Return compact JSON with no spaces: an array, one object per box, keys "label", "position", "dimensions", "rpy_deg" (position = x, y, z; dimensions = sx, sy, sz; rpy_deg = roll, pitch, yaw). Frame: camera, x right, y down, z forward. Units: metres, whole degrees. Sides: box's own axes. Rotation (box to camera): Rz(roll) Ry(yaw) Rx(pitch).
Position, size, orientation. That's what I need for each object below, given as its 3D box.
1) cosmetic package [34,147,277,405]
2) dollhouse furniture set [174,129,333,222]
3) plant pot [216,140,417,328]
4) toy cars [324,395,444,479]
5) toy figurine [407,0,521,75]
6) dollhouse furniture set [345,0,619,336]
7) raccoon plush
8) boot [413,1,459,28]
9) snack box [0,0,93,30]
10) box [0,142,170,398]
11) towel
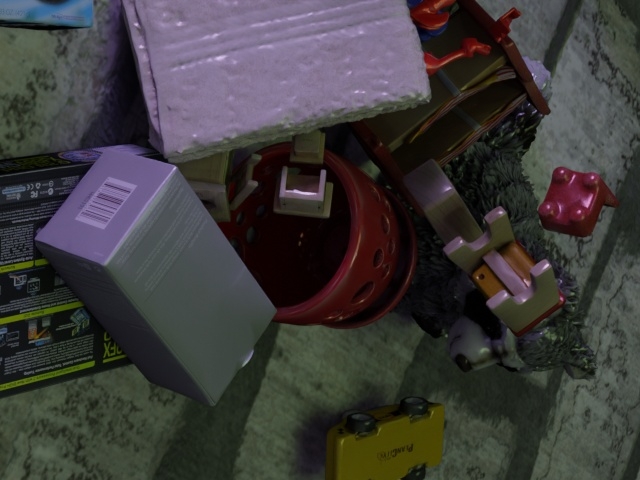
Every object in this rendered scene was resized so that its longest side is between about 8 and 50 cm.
[{"label":"cosmetic package","position":[-0.152,0.038,1.691],"dimensions":[0.127,0.107,0.238],"rpy_deg":[-55,141,-24]},{"label":"dollhouse furniture set","position":[-0.060,-0.113,1.786],"dimensions":[0.101,0.160,0.182],"rpy_deg":[88,8,-71]},{"label":"plant pot","position":[0.000,0.000,1.898],"dimensions":[0.174,0.191,0.191],"rpy_deg":[15,90,-59]},{"label":"toy cars","position":[0.003,0.323,2.093],"dimensions":[0.394,0.087,0.176],"rpy_deg":[-54,132,-21]},{"label":"toy figurine","position":[0.029,-0.304,1.885],"dimensions":[0.191,0.217,0.362],"rpy_deg":[-44,90,-15]},{"label":"dollhouse furniture set","position":[0.192,-0.074,1.918],"dimensions":[0.201,0.374,0.152],"rpy_deg":[-37,143,2]},{"label":"raccoon plush","position":[0.246,-0.038,2.096],"dimensions":[0.216,0.299,0.446],"rpy_deg":[42,69,-49]},{"label":"boot","position":[0.120,-0.350,2.020],"dimensions":[0.190,0.076,0.209],"rpy_deg":[-51,144,-46]},{"label":"snack box","position":[-0.325,-0.279,1.476],"dimensions":[0.322,0.060,0.187],"rpy_deg":[-3,93,-51]},{"label":"box","position":[-0.261,0.028,1.682],"dimensions":[0.270,0.060,0.216],"rpy_deg":[-13,112,-49]},{"label":"towel","position":[-0.044,-0.190,1.721],"dimensions":[0.049,0.282,0.187],"rpy_deg":[109,-32,-82]}]
